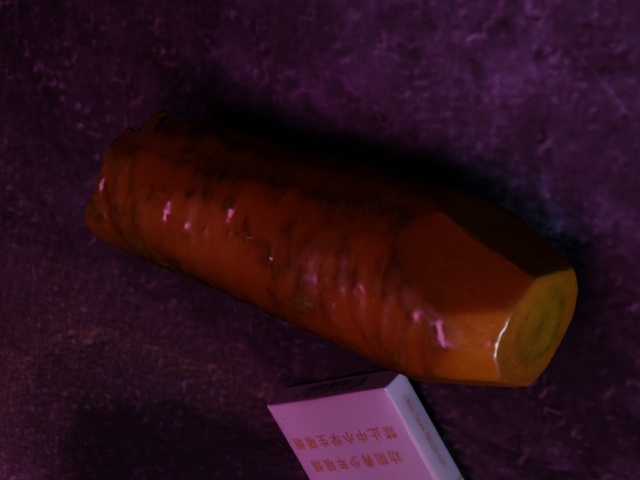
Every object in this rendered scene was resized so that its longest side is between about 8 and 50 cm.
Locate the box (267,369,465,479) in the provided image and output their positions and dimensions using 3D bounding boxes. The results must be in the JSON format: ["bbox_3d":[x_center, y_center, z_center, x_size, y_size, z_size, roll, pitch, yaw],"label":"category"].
[{"bbox_3d":[0.060,0.191,1.062,0.122,0.032,0.220,-15,109,45],"label":"box"}]

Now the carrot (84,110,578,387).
[{"bbox_3d":[0.000,0.000,0.912,0.302,0.114,0.114,21,132,31],"label":"carrot"}]
